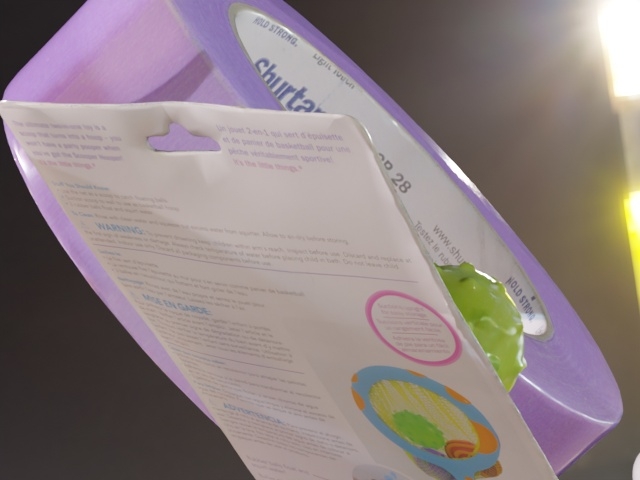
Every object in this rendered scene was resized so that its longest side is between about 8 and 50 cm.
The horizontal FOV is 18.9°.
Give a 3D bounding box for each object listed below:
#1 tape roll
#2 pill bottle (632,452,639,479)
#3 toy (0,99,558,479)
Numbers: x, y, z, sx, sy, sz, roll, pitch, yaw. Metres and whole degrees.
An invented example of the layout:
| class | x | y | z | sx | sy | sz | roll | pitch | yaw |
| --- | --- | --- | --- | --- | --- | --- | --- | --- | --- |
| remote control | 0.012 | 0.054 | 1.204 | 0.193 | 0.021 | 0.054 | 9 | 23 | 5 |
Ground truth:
| class | x | y | z | sx | sy | sz | roll | pitch | yaw |
| --- | --- | --- | --- | --- | --- | --- | --- | --- | --- |
| tape roll | 0.000 | 0.000 | 0.798 | 0.090 | 0.275 | 0.275 | -43 | -18 | 13 |
| pill bottle | 0.262 | 0.160 | 1.164 | 0.229 | 0.131 | 0.131 | -34 | -9 | 0 |
| toy | 0.020 | 0.038 | 0.565 | 0.137 | 0.237 | 0.056 | 5 | 44 | 42 |
